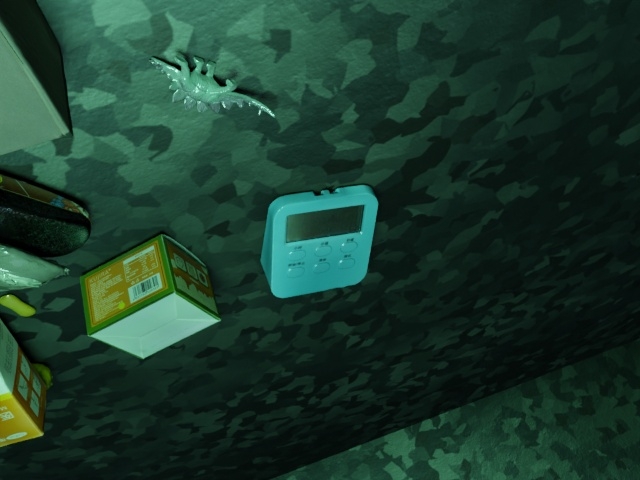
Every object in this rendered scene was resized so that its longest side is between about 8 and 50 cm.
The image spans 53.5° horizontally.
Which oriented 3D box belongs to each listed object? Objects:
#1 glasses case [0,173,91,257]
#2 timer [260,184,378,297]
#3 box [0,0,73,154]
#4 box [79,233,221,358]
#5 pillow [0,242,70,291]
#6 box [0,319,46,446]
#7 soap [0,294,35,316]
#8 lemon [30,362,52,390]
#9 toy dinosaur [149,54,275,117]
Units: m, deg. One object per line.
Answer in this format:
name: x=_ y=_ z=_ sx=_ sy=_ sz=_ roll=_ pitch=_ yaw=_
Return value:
glasses case: x=-0.516 y=-0.046 z=0.992 sx=0.122 sy=0.082 sz=0.321 roll=-36 pitch=144 yaw=26
timer: x=0.000 y=0.000 z=1.343 sx=0.232 sy=0.091 sz=0.250 roll=-9 pitch=141 yaw=-17
box: x=-0.404 y=-0.237 z=0.694 sx=0.153 sy=0.188 sz=0.252 roll=-18 pitch=149 yaw=-6
box: x=-0.335 y=0.112 z=1.259 sx=0.195 sy=0.148 sz=0.177 roll=-28 pitch=149 yaw=9
pillow: x=-0.562 y=0.059 z=1.058 sx=0.255 sy=0.059 sz=0.169 roll=-9 pitch=162 yaw=21
box: x=-0.703 y=0.272 z=1.229 sx=0.225 sy=0.143 sz=0.341 roll=-15 pitch=135 yaw=-9
soap: x=-0.600 y=0.129 z=1.258 sx=0.034 sy=0.012 sz=0.089 roll=-22 pitch=147 yaw=2
lemon: x=-0.663 y=0.318 z=1.432 sx=0.111 sy=0.082 sz=0.082 roll=-10 pitch=145 yaw=-9
toy dinosaur: x=-0.163 y=-0.227 z=0.967 sx=0.209 sy=0.039 sz=0.082 roll=17 pitch=135 yaw=-29
